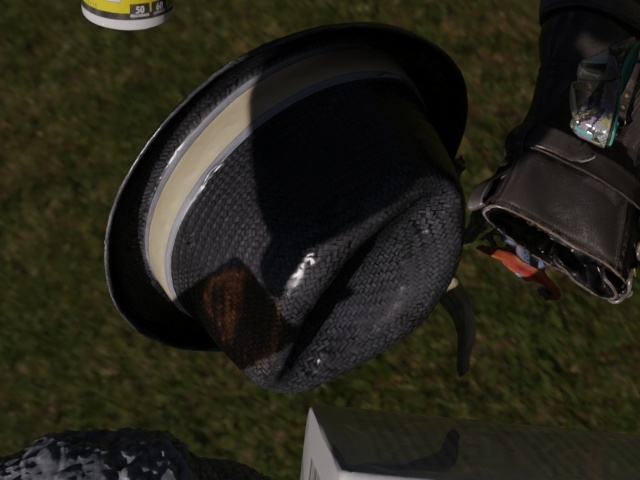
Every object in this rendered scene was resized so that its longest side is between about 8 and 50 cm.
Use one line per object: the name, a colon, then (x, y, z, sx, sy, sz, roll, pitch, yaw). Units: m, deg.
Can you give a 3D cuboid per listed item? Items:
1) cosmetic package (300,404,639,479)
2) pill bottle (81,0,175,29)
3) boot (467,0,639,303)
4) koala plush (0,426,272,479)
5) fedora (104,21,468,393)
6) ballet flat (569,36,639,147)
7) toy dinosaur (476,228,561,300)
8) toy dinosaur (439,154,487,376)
cosmetic package: (0.215, 0.247, 1.237, 0.453, 0.230, 0.161, 6, 96, -6)
pill bottle: (-0.129, -0.205, 1.053, 0.065, 0.116, 0.065, 2, 32, -1)
boot: (0.238, -0.057, 1.193, 0.091, 0.263, 0.229, -32, 39, 59)
koala plush: (-0.084, 0.198, 0.577, 0.196, 0.203, 0.221, 1, 65, -16)
fedora: (0.000, 0.000, 1.211, 0.334, 0.334, 0.152, -41, 51, 8)
ballet flat: (0.194, -0.109, 1.091, 0.041, 0.041, 0.114, -6, 37, 28)
toy dinosaur: (0.167, 0.024, 1.318, 0.082, 0.090, 0.047, 53, 137, -1)
toy dinosaur: (0.098, -0.012, 1.438, 0.118, 0.064, 0.268, -49, 56, 20)
